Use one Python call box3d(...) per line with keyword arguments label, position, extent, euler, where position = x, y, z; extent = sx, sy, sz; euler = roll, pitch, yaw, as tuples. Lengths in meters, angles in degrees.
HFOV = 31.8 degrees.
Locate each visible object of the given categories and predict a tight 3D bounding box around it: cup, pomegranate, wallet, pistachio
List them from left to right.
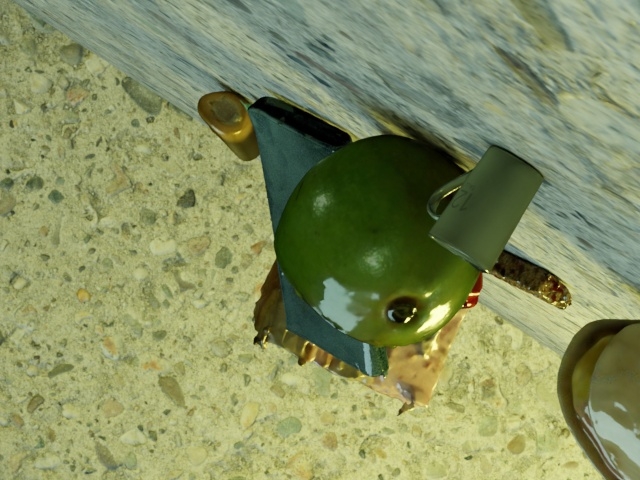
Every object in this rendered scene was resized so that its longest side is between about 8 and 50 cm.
box3d(label="wallet", position=(0.000, 0.000, 1.476), extent=(0.191, 0.046, 0.379), euler=(27, 138, 40))
box3d(label="pomegranate", position=(0.079, -0.020, 1.057), extent=(0.190, 0.159, 0.241), euler=(41, -151, 14))
box3d(label="cup", position=(0.123, -0.025, 0.852), extent=(0.054, 0.083, 0.075), euler=(33, 179, -18))
box3d(label="pistachio", position=(0.367, 0.195, 1.099), extent=(0.299, 0.187, 0.187), euler=(37, 179, -7))

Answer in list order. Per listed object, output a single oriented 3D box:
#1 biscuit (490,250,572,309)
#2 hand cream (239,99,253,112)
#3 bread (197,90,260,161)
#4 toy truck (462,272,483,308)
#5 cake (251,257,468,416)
box3d(label="biscuit", position=(0.261, 0.042, 1.503), extent=(0.064, 0.034, 0.199), euler=(33, 179, -29))
box3d(label="hand cream", position=(-0.040, -0.145, 1.640), extent=(0.175, 0.046, 0.095), euler=(35, -178, 11))
box3d(label="bread", position=(-0.138, -0.189, 1.827), extent=(0.092, 0.074, 0.239), euler=(49, 180, 6))
box3d(label="toy truck", position=(0.144, 0.046, 1.614), extent=(0.253, 0.107, 0.114), euler=(1, 169, -34))
box3d(label="cake", position=(0.071, 0.077, 1.897), extent=(0.307, 0.314, 0.293), euler=(24, -176, -10))
